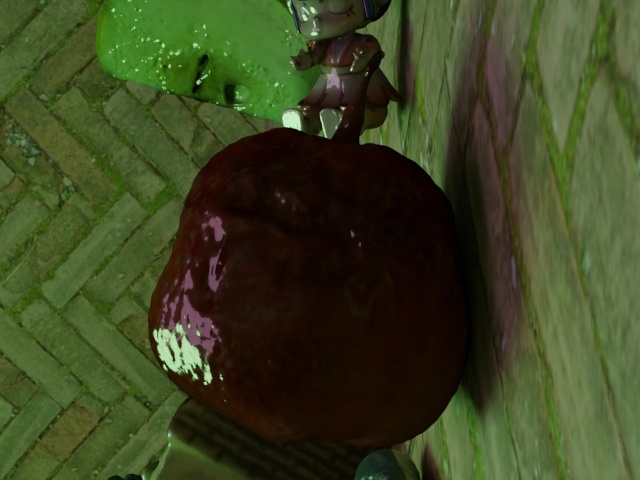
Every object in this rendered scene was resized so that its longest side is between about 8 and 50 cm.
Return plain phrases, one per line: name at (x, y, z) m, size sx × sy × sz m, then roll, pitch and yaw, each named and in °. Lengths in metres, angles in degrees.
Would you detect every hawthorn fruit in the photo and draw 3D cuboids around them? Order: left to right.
hawthorn fruit at (0.000, 0.000, 0.807) m, size 0.207 × 0.207 × 0.243 m, roll -129°, pitch 51°, yaw -82°

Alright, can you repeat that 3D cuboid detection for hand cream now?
hand cream at (0.060, 0.219, 0.879) m, size 0.248 × 0.052 × 0.075 m, roll -103°, pitch 12°, yaw -66°

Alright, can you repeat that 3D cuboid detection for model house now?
model house at (-0.086, 0.239, 1.228) m, size 0.266 × 0.261 × 0.321 m, roll -62°, pitch -3°, yaw 1°

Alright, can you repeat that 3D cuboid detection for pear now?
pear at (-0.098, -0.288, 1.443) m, size 0.282 × 0.286 × 0.176 m, roll 97°, pitch -171°, yaw -60°

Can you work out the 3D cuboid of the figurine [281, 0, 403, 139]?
figurine at (0.008, -0.176, 1.024) m, size 0.102 × 0.111 × 0.195 m, roll -26°, pitch -64°, yaw -52°
